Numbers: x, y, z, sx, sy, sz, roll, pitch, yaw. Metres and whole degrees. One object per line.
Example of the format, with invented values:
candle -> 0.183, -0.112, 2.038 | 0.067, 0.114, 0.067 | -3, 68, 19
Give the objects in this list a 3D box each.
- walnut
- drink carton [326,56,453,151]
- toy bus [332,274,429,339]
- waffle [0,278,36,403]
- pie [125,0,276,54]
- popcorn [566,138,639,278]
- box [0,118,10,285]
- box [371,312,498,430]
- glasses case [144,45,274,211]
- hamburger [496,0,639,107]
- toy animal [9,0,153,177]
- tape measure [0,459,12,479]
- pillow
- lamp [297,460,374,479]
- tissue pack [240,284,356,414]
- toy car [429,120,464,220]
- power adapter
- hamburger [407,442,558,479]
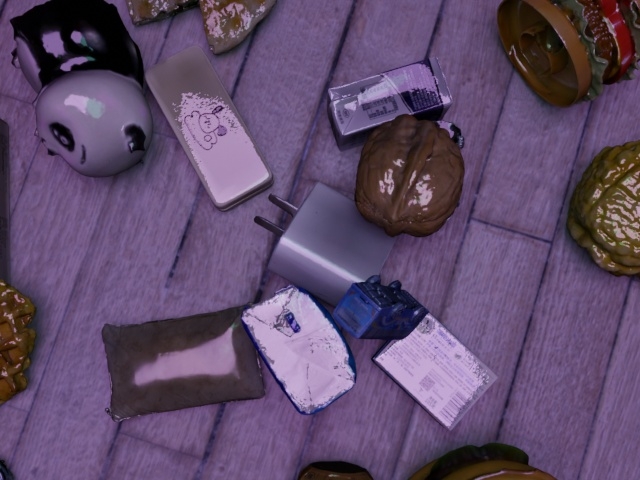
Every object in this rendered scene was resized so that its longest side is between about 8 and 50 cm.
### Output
walnut -> 0.157, -0.112, 1.283 | 0.198, 0.198, 0.245 | 21, 51, 2
drink carton -> 0.127, -0.258, 1.401 | 0.222, 0.134, 0.102 | -18, 86, -2
toy bus -> 0.107, 0.121, 1.251 | 0.094, 0.236, 0.079 | -47, 65, 13
waffle -> -0.678, 0.194, 1.338 | 0.302, 0.068, 0.325 | 23, 102, -7
pie -> -0.235, -0.540, 1.458 | 0.337, 0.075, 0.338 | 0, 83, -1
popcorn -> 0.584, -0.045, 1.371 | 0.225, 0.174, 0.286 | -7, 94, 13
box -> -0.718, -0.058, 1.402 | 0.214, 0.069, 0.353 | -4, 85, -1
box -> 0.213, 0.241, 1.374 | 0.194, 0.073, 0.139 | 43, 84, 4
glasses case -> -0.217, -0.218, 1.423 | 0.131, 0.070, 0.313 | -29, 85, -4
hamburger -> 0.488, -0.402, 1.357 | 0.212, 0.274, 0.274 | -33, 85, -2
toy animal -> -0.428, -0.271, 1.345 | 0.251, 0.251, 0.310 | -24, 89, -4
tape measure -> -0.617, 0.456, 1.346 | 0.091, 0.054, 0.094 | -35, 87, -11
pillow -> -0.264, 0.228, 1.368 | 0.302, 0.075, 0.185 | -9, 82, -3
lamp -> 0.024, 0.499, 1.303 | 0.161, 0.161, 0.185 | 4, 82, 0
tissue pack -> -0.028, 0.181, 1.278 | 0.137, 0.270, 0.209 | -35, 83, -1
toy car -> 0.225, -0.132, 1.418 | 0.095, 0.056, 0.205 | 2, 104, -2
power adapter -> 0.000, 0.000, 1.354 | 0.255, 0.124, 0.187 | 28, 56, 3
hamburger -> 0.282, 0.565, 1.233 | 0.395, 0.277, 0.396 | 0, 81, -2
